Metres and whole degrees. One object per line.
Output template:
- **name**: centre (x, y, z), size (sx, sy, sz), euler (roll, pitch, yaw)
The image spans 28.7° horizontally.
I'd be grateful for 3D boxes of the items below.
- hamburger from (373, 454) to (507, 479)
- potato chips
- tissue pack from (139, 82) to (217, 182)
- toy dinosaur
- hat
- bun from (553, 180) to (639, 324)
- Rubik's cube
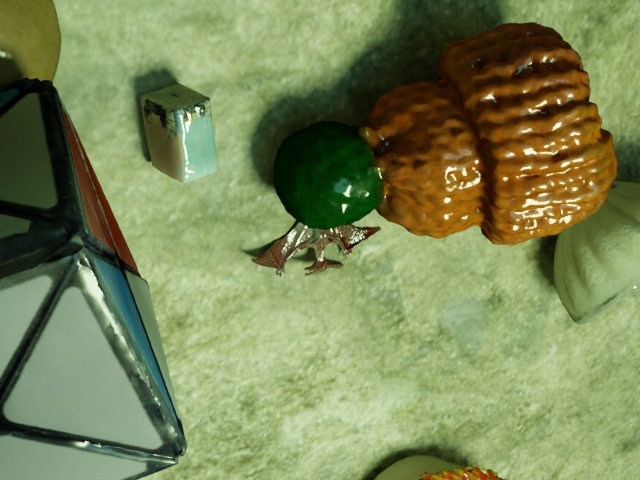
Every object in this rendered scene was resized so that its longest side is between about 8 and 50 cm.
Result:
- **hamburger**: centre (0.166, 0.467, 1.904), size (0.276, 0.179, 0.294), euler (19, 101, -43)
- **potato chips**: centre (-0.341, -0.191, 1.235), size (0.195, 0.062, 0.208), euler (-34, 128, -21)
- **tissue pack**: centre (-0.157, -0.120, 1.407), size (0.058, 0.074, 0.094), euler (-26, 126, -33)
- **toy dinosaur**: centre (-0.001, -0.001, 1.620), size (0.220, 0.032, 0.108), euler (-14, 119, -34)
- **hat**: centre (0.156, -0.081, 1.550), size (0.400, 0.285, 0.285), euler (-28, 129, -9)
- **bun**: centre (0.443, -0.009, 1.874), size (0.263, 0.175, 0.263), euler (-35, 171, -7)
- **Rubik's cube**: centre (-0.333, 0.069, 1.186), size (0.310, 0.307, 0.305), euler (-22, 129, -4)
